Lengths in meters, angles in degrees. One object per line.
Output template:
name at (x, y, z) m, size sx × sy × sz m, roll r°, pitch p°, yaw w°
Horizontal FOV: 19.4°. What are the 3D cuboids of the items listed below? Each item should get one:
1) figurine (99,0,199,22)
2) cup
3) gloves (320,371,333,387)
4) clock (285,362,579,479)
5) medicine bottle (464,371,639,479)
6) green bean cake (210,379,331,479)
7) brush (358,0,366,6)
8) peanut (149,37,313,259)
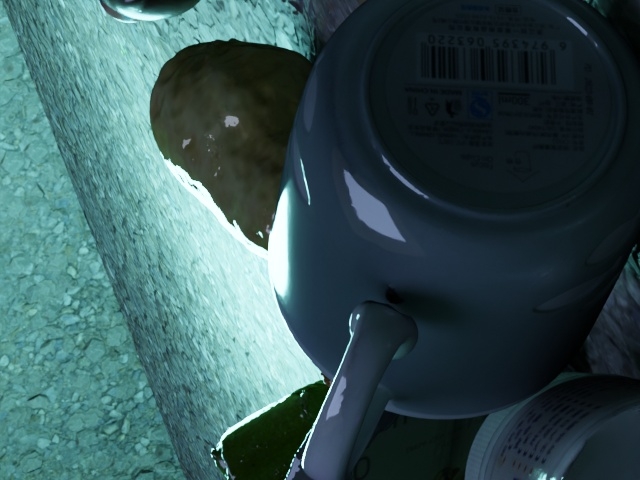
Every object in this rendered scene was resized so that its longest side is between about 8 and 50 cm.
figurine at (-0.194, -0.329, 2.030) m, size 0.275 × 0.158 × 0.161 m, roll 87°, pitch 162°, yaw -56°
cup at (0.078, 0.001, 1.310) m, size 0.259 × 0.356 × 0.274 m, roll 25°, pitch 154°, yaw 7°
gloves at (0.101, 0.122, 1.784) m, size 0.131 × 0.140 × 0.218 m, roll -5°, pitch -124°, yaw -57°
clock at (0.106, 0.205, 1.635) m, size 0.061 × 0.313 × 0.312 m, roll 42°, pitch 155°, yaw 41°
medicine bottle at (0.220, 0.195, 1.364) m, size 0.190 × 0.190 × 0.332 m, roll 64°, pitch 176°, yaw -1°
green bean cake at (0.004, 0.305, 2.295) m, size 0.247 × 0.156 × 0.250 m, roll 59°, pitch -168°, yaw 6°
brush at (0.090, -0.100, 1.672) m, size 0.070 × 0.065 × 0.327 m, roll -147°, pitch 43°, yaw -74°
peanut at (-0.038, -0.089, 1.907) m, size 0.387 × 0.170 × 0.192 m, roll 43°, pitch 126°, yaw 41°
